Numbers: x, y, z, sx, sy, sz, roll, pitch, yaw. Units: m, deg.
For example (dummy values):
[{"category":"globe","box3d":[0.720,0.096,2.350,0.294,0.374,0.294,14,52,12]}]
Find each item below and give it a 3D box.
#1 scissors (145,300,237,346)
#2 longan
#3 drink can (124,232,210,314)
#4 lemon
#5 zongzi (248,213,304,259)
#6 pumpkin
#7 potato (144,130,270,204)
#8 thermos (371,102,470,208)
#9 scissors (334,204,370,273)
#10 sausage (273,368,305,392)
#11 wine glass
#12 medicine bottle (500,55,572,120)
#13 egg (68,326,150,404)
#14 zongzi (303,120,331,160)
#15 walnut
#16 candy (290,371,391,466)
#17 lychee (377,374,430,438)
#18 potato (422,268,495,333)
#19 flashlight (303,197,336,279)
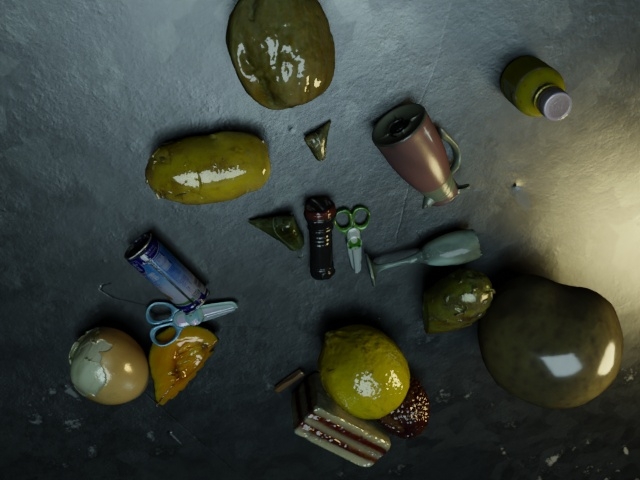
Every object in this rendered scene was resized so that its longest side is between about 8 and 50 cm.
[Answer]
[{"category":"scissors","box3d":[-0.360,0.213,1.865,0.256,0.030,0.125,-14,87,-8]},{"category":"longan","box3d":[0.645,0.283,1.867,0.404,0.336,0.404,4,109,13]},{"category":"drink can","box3d":[-0.408,0.091,1.767,0.097,0.097,0.235,-34,119,13]},{"category":"lemon","box3d":[0.123,0.373,1.906,0.253,0.253,0.310,-36,105,14]},{"category":"zongzi","box3d":[-0.111,-0.008,1.783,0.130,0.062,0.154,-4,140,19]},{"category":"pumpkin","box3d":[-0.422,0.342,1.917,0.149,0.130,0.254,40,80,5]},{"category":"potato","box3d":[-0.272,-0.172,1.602,0.300,0.140,0.173,-10,114,-8]},{"category":"thermos","box3d":[0.264,-0.208,1.656,0.176,0.146,0.265,-48,126,-8]},{"category":"scissors","box3d":[0.090,0.001,1.813,0.101,0.027,0.204,-6,119,-2]},{"category":"sausage","box3d":[-0.097,0.437,2.049,0.116,0.026,0.026,-38,118,15]},{"category":"wine glass","box3d":[0.295,0.091,1.891,0.309,0.096,0.264,-14,145,1]},{"category":"medicine bottle","box3d":[0.514,-0.348,1.549,0.122,0.212,0.122,-3,121,-5]},{"category":"egg","box3d":[-0.583,0.356,1.844,0.201,0.201,0.244,-34,132,13]},{"category":"zongzi","box3d":[0.009,-0.249,1.656,0.083,0.040,0.076,-38,126,-5]},{"category":"walnut","box3d":[-0.089,-0.422,1.426,0.227,0.283,0.283,6,131,38]},{"category":"candy","box3d":[0.060,0.561,2.054,0.320,0.179,0.135,35,110,-25]},{"category":"lychee","box3d":[0.256,0.509,2.052,0.188,0.188,0.188,-3,121,-5]},{"category":"potato","box3d":[0.367,0.184,1.851,0.176,0.141,0.298,13,143,-15]},{"category":"flashlight","box3d":[0.000,0.000,1.774,0.093,0.093,0.232,-4,126,-5]}]
